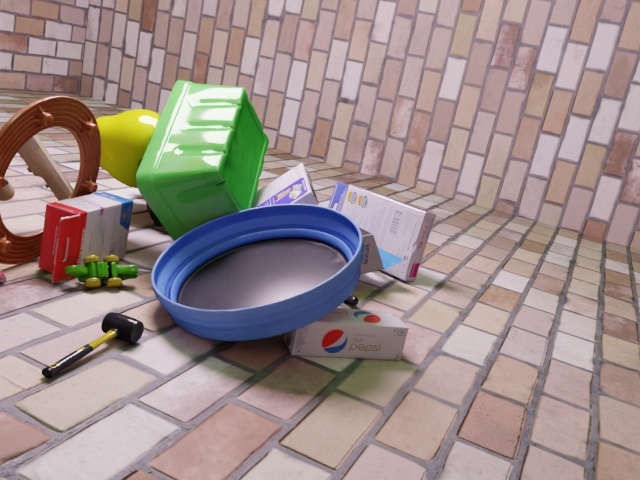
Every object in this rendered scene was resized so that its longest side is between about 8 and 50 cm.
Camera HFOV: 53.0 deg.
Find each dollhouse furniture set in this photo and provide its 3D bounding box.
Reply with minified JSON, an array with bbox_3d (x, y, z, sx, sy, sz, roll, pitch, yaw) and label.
[{"bbox_3d":[-0.661,-0.094,1.342,0.242,0.161,0.212,-33,15,-10],"label":"dollhouse furniture set"}]

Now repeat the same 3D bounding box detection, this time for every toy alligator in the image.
[{"bbox_3d":[-0.395,0.063,1.233,0.189,0.056,0.051,1,-22,-36],"label":"toy alligator"}]

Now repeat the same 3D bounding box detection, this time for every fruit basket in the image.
[{"bbox_3d":[-0.337,-0.179,1.454,0.391,0.283,0.392,-12,45,13],"label":"fruit basket"}]

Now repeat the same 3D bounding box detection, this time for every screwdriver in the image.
[{"bbox_3d":[0.036,0.110,1.453,0.025,0.024,0.170,-26,28,-18],"label":"screwdriver"}]

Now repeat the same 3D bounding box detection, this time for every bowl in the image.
[{"bbox_3d":[-0.112,0.049,1.192,0.390,0.077,0.391,-8,27,4],"label":"bowl"}]

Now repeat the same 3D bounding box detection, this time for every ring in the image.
[{"bbox_3d":[-0.513,-0.106,1.204,0.032,0.337,0.336,22,17,11],"label":"ring"}]

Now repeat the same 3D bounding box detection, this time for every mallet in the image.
[{"bbox_3d":[-0.333,0.160,0.961,0.062,0.039,0.190,11,19,10],"label":"mallet"}]

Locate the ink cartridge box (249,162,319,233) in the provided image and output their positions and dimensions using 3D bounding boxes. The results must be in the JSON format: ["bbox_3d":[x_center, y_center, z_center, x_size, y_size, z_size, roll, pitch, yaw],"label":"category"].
[{"bbox_3d":[-0.110,-0.078,1.459,0.208,0.045,0.206,-30,25,7],"label":"ink cartridge box"}]

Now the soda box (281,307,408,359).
[{"bbox_3d":[0.045,0.166,1.163,0.216,0.069,0.074,7,16,-20],"label":"soda box"}]

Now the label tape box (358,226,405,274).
[{"bbox_3d":[0.000,0.000,1.546,0.347,0.115,0.249,-13,26,-32],"label":"label tape box"}]

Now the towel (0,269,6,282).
[{"bbox_3d":[-0.717,0.026,1.147,0.274,0.031,0.198,26,18,36],"label":"towel"}]

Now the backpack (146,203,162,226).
[{"bbox_3d":[-0.404,-0.188,1.708,0.213,0.277,0.263,-27,7,-21],"label":"backpack"}]

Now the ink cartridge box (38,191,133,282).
[{"bbox_3d":[-0.473,-0.011,1.270,0.077,0.134,0.231,17,15,13],"label":"ink cartridge box"}]

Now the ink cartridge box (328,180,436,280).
[{"bbox_3d":[0.144,-0.032,1.728,0.311,0.186,0.065,23,12,35],"label":"ink cartridge box"}]
